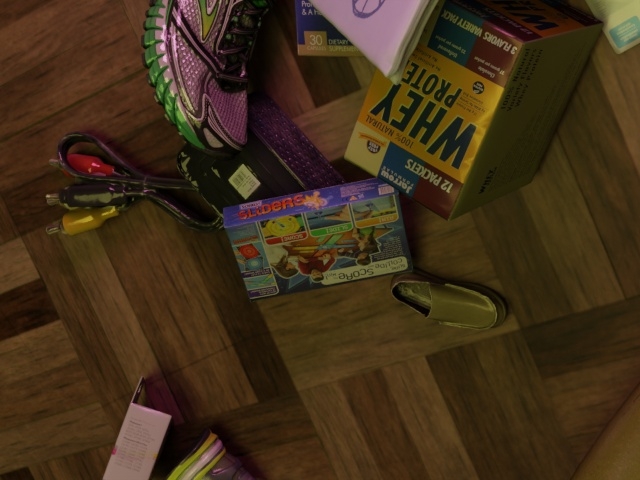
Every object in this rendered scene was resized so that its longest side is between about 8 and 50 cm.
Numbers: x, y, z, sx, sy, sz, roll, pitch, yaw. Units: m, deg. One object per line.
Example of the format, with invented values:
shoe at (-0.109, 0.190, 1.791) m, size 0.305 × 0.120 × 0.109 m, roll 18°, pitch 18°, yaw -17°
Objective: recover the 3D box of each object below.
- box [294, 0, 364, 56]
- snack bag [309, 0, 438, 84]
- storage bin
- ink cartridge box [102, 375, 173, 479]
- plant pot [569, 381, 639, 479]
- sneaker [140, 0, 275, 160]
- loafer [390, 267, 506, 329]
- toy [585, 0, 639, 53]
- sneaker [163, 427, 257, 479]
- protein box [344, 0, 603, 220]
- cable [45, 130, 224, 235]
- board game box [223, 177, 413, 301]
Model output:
box at (0.033, -0.320, 1.345) m, size 0.137 × 0.036 × 0.225 m, roll 5°, pitch 109°, yaw 26°
snack bag at (0.093, -0.350, 1.144) m, size 0.037 × 0.323 × 0.342 m, roll 18°, pitch 109°, yaw -24°
storage bin at (-0.071, -0.078, 1.459) m, size 0.180 × 0.084 × 0.122 m, roll 48°, pitch 123°, yaw 4°
ink cartridge box at (-0.248, 0.282, 1.641) m, size 0.062 × 0.104 × 0.181 m, roll 19°, pitch 79°, yaw -3°
plant pot at (0.404, 0.235, 1.239) m, size 0.275 × 0.275 × 0.293 m, roll 22°, pitch 101°, yaw 19°
sneaker at (-0.114, -0.259, 1.343) m, size 0.146 × 0.134 × 0.343 m, roll -5°, pitch 84°, yaw 21°
loafer at (0.146, 0.075, 1.419) m, size 0.148 × 0.050 × 0.056 m, roll 15°, pitch 114°, yaw 23°
toy at (0.292, -0.316, 1.197) m, size 0.137 × 0.056 × 0.237 m, roll -28°, pitch 93°, yaw 34°
sneaker at (-0.188, 0.404, 1.686) m, size 0.121 × 0.111 × 0.300 m, roll 37°, pitch 123°, yaw 7°
protein box at (0.158, -0.155, 1.231) m, size 0.136 × 0.201 × 0.199 m, roll 33°, pitch 120°, yaw 23°
cable at (-0.243, -0.074, 1.586) m, size 0.287 × 0.072 × 0.139 m, roll 1°, pitch 92°, yaw 15°
board game box at (0.000, 0.000, 1.395) m, size 0.201 × 0.035 × 0.136 m, roll -10°, pitch 136°, yaw 4°
